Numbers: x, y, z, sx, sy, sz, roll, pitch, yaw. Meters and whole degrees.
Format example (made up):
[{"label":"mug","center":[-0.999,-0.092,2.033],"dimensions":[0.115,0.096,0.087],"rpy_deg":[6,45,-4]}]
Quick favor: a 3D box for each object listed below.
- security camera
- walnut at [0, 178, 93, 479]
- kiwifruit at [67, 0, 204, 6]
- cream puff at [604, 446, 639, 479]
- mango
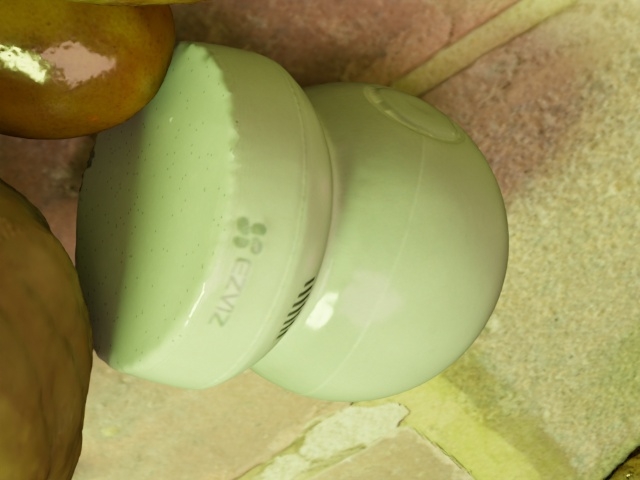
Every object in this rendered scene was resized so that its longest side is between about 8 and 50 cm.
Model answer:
[{"label":"security camera","center":[0.000,0.000,0.809],"dimensions":[0.236,0.194,0.194],"rpy_deg":[10,127,-32]},{"label":"walnut","center":[-0.269,0.074,0.716],"dimensions":[0.306,0.306,0.344],"rpy_deg":[7,136,-25]},{"label":"kiwifruit","center":[-0.077,-0.194,0.594],"dimensions":[0.234,0.196,0.196],"rpy_deg":[7,129,-20]},{"label":"cream puff","center":[0.329,0.263,1.177],"dimensions":[0.183,0.169,0.183],"rpy_deg":[-11,135,-11]},{"label":"mango","center":[-0.156,-0.105,0.725],"dimensions":[0.163,0.089,0.111],"rpy_deg":[-4,118,-2]}]
